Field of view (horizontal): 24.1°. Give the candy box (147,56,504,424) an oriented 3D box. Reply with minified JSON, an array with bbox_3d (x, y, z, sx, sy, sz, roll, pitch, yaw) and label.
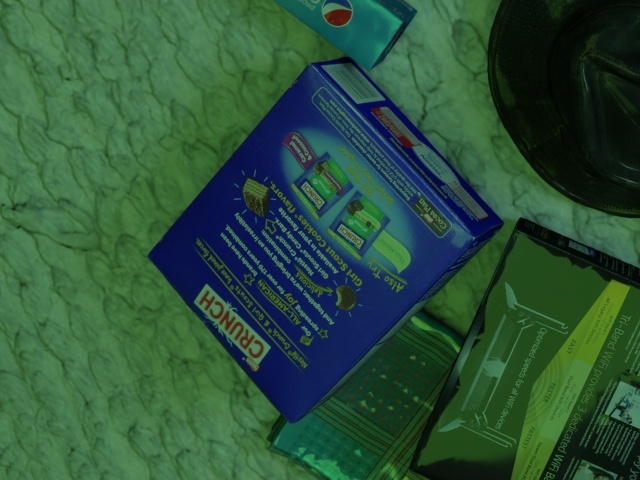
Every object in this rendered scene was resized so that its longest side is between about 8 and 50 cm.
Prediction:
[{"bbox_3d":[0.000,0.000,1.682,0.268,0.122,0.317,48,114,11],"label":"candy box"}]

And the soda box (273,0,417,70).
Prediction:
[{"bbox_3d":[-0.003,-0.280,1.642,0.210,0.067,0.071,37,115,4],"label":"soda box"}]

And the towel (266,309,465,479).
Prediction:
[{"bbox_3d":[0.146,0.249,1.787,0.370,0.040,0.271,34,115,5],"label":"towel"}]

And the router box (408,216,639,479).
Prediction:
[{"bbox_3d":[0.269,0.163,1.667,0.243,0.081,0.308,24,105,5],"label":"router box"}]

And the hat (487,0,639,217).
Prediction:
[{"bbox_3d":[0.315,-0.146,1.527,0.331,0.134,0.331,8,119,14],"label":"hat"}]
